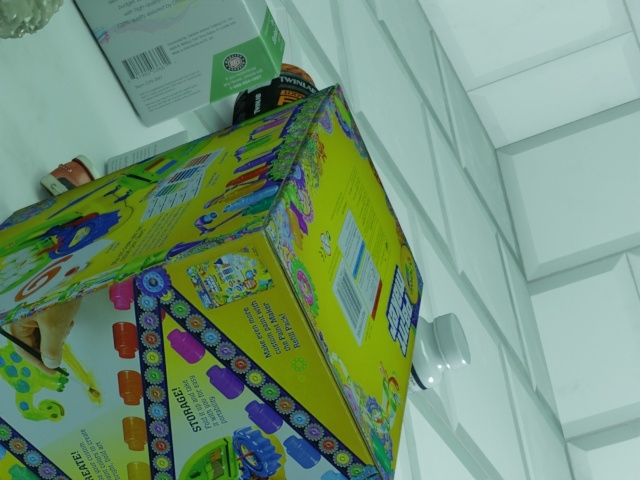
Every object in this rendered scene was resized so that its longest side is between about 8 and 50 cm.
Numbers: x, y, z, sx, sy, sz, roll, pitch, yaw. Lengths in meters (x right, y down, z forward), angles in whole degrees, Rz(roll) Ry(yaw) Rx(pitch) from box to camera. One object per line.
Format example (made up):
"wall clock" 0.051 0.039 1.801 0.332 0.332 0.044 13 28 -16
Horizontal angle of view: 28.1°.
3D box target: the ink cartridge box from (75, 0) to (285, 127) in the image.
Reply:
"ink cartridge box" -0.148 -0.242 1.257 0.093 0.154 0.212 -84 150 -57

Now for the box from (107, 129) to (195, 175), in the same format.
"box" -0.135 -0.024 1.169 0.102 0.087 0.101 53 24 -47

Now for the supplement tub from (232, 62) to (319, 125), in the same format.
"supplement tub" -0.049 -0.123 1.525 0.190 0.117 0.117 -91 156 -48

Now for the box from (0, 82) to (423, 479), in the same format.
"box" -0.099 0.057 0.843 0.290 0.279 0.177 -69 137 -66

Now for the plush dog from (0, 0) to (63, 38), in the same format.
"plush dog" -0.224 -0.322 0.976 0.225 0.210 0.262 55 22 -56

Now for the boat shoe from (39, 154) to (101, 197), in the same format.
"boat shoe" -0.186 -0.003 1.061 0.043 0.049 0.137 -37 116 -29

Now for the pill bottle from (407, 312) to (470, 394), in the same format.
"pill bottle" 0.097 0.148 1.603 0.094 0.169 0.094 -19 90 -75
